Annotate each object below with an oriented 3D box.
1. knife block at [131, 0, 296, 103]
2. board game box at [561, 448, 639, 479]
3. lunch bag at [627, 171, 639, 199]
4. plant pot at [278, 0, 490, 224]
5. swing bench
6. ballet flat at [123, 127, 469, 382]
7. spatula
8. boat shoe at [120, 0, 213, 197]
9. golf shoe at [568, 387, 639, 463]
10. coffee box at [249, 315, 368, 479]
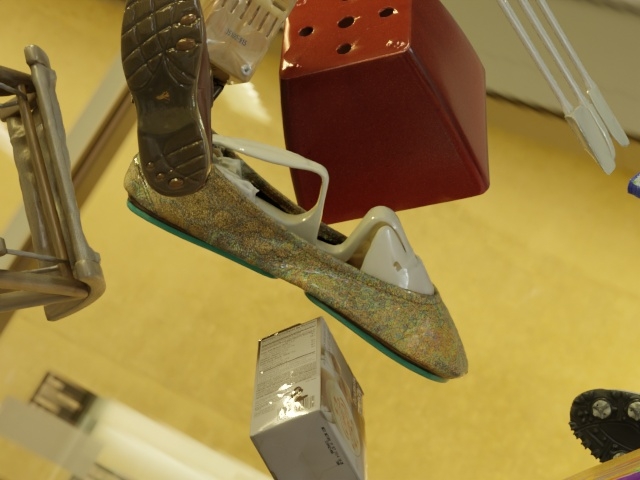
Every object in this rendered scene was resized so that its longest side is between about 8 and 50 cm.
[{"bbox_3d":[-0.133,-0.275,1.804,0.088,0.275,0.242,32,-7,-22],"label":"knife block"},{"bbox_3d":[0.296,0.321,1.005,0.356,0.356,0.356,-33,-105,45],"label":"board game box"},{"bbox_3d":[0.497,-0.062,1.848,0.129,0.151,0.096,29,-58,41],"label":"lunch bag"},{"bbox_3d":[0.070,-0.211,1.921,0.267,0.267,0.235,-11,-44,16],"label":"plant pot"},{"bbox_3d":[-0.340,-0.055,1.408,0.165,0.253,0.255,-27,-16,39],"label":"swing bench"},{"bbox_3d":[0.000,0.000,1.210,0.348,0.123,0.123,30,-16,-6],"label":"ballet flat"},{"bbox_3d":[0.284,-0.196,1.624,0.019,0.168,0.242,-28,-85,31],"label":"spatula"},{"bbox_3d":[-0.114,-0.122,1.073,0.064,0.178,0.060,-4,2,5],"label":"boat shoe"},{"bbox_3d":[0.442,0.243,1.762,0.273,0.105,0.120,15,16,2],"label":"golf shoe"},{"bbox_3d":[-0.012,0.219,1.768,0.246,0.098,0.141,-89,154,-67],"label":"coffee box"}]
